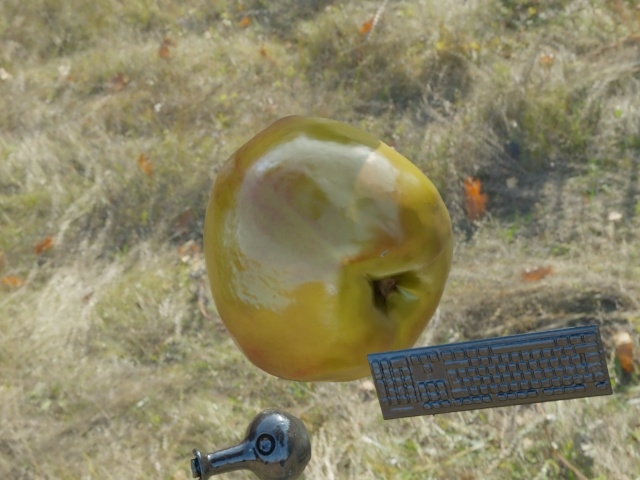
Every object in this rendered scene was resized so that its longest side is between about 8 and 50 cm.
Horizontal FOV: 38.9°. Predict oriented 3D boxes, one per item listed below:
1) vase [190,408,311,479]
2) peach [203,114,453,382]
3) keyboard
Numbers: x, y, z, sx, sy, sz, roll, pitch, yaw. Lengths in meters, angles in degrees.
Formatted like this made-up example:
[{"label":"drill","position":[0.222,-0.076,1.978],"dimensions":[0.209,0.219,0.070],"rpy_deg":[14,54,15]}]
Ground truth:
[{"label":"vase","position":[-0.109,0.329,1.392],"dimensions":[0.183,0.120,0.120],"rpy_deg":[-11,30,-20]},{"label":"peach","position":[-0.002,0.004,1.031],"dimensions":[0.289,0.289,0.308],"rpy_deg":[-39,44,-17]},{"label":"keyboard","position":[0.142,0.116,0.779],"dimensions":[0.202,0.067,0.011],"rpy_deg":[-11,13,22]}]
